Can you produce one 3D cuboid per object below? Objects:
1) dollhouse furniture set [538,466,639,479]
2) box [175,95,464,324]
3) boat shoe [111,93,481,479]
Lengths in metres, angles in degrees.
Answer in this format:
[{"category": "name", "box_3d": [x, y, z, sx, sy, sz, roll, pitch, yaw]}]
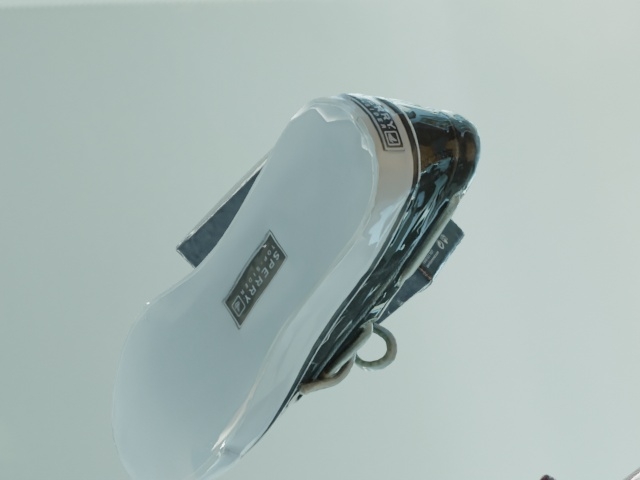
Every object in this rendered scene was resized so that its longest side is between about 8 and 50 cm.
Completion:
[{"category": "dollhouse furniture set", "box_3d": [0.208, 0.277, 1.295, 0.152, 0.201, 0.374, 52, -145, -4]}, {"category": "box", "box_3d": [0.000, 0.000, 1.468, 0.158, 0.156, 0.093, 45, -146, -4]}, {"category": "boat shoe", "box_3d": [-0.016, 0.035, 1.051, 0.105, 0.306, 0.113, -1, -135, -41]}]
